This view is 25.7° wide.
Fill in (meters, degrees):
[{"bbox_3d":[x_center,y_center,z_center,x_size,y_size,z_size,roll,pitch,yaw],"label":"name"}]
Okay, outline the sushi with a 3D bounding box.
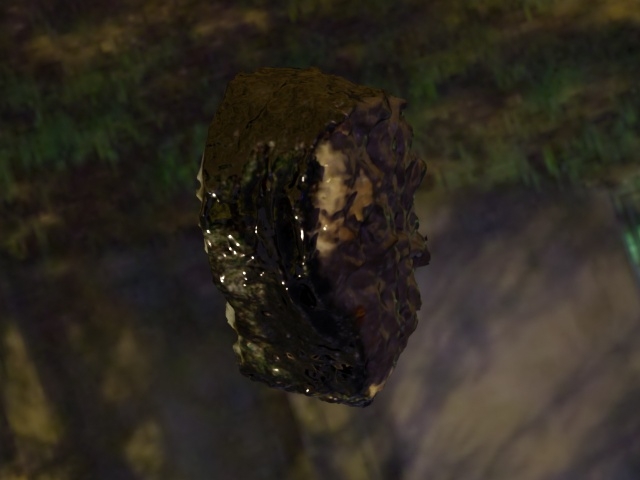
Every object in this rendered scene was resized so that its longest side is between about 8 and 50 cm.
[{"bbox_3d":[0.000,0.000,1.294,0.171,0.350,0.211,6,-141,16],"label":"sushi"}]
